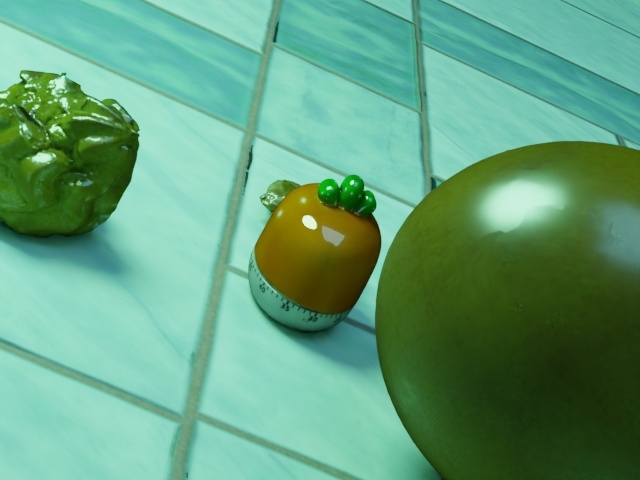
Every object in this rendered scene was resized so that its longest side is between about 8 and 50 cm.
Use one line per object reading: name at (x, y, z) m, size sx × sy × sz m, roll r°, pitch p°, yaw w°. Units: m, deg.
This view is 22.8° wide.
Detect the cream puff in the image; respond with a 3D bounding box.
cream puff at (-0.211, -0.074, 1.216) m, size 0.146 × 0.116 × 0.146 m, roll 24°, pitch 26°, yaw -13°

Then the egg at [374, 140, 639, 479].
egg at (0.205, 0.083, 1.125) m, size 0.351 × 0.282 × 0.282 m, roll 34°, pitch 21°, yaw -15°

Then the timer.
timer at (0.000, 0.000, 1.282) m, size 0.099 × 0.136 × 0.136 m, roll 15°, pitch 25°, yaw -14°

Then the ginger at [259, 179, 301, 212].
ginger at (-0.014, -0.017, 1.405) m, size 0.057 × 0.044 × 0.137 m, roll -20°, pitch 38°, yaw -22°
